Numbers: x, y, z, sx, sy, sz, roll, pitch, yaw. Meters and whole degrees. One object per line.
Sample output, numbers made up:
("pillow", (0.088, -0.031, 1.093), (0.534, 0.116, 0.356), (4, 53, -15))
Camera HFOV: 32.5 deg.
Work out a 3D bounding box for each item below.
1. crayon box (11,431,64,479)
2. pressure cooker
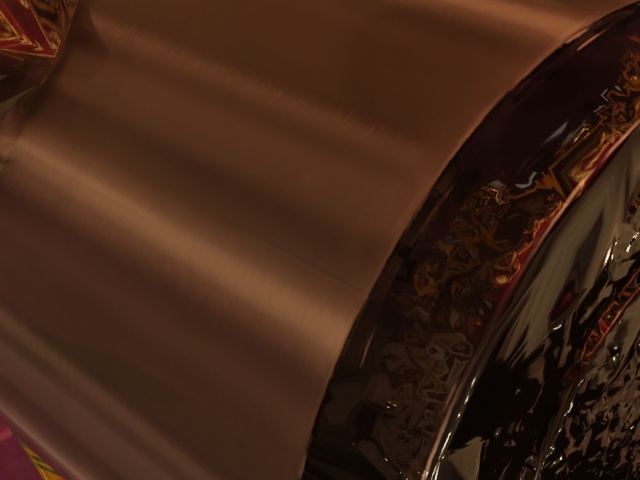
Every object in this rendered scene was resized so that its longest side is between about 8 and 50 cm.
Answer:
("crayon box", (-0.376, 0.247, 1.486), (0.081, 0.202, 0.318), (-34, 123, -18))
("pressure cooker", (-0.004, 0.005, 0.598), (0.375, 0.420, 0.370), (-30, 131, -35))
